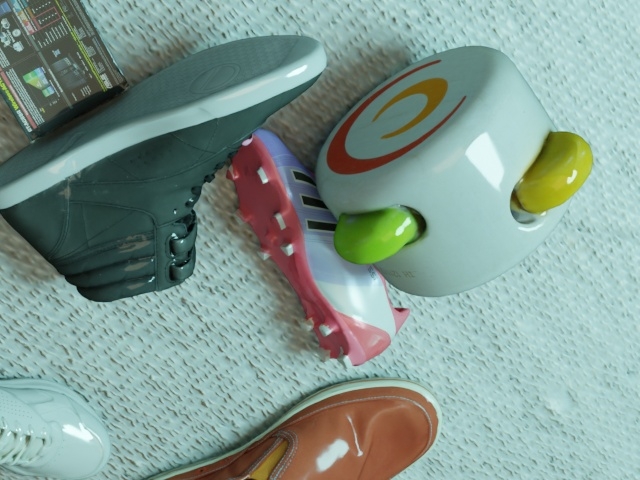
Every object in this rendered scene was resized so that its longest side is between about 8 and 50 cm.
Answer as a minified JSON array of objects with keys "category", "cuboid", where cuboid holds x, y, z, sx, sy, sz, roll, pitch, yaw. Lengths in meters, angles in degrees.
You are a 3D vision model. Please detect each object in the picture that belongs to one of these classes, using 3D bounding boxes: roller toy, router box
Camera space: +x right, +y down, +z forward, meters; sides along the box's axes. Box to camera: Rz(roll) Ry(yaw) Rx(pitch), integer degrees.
[{"category":"roller toy","cuboid":[0.109,-0.055,0.964,0.209,0.191,0.146,-34,116,11]},{"category":"router box","cuboid":[-0.220,-0.152,0.912,0.092,0.038,0.122,-30,114,-7]}]

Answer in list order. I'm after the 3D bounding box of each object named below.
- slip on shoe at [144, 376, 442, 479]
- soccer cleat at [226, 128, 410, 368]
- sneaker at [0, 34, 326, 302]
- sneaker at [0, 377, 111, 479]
[{"category":"slip on shoe","cuboid":[-0.031,0.229,1.073,0.331,0.101,0.123,-22,112,-11]},{"category":"soccer cleat","cuboid":[0.000,0.000,1.022,0.095,0.083,0.248,-38,115,-27]},{"category":"sneaker","cuboid":[-0.109,-0.053,0.937,0.295,0.104,0.147,-25,118,9]},{"category":"sneaker","cuboid":[-0.280,0.159,0.960,0.232,0.115,0.090,24,100,-23]}]
